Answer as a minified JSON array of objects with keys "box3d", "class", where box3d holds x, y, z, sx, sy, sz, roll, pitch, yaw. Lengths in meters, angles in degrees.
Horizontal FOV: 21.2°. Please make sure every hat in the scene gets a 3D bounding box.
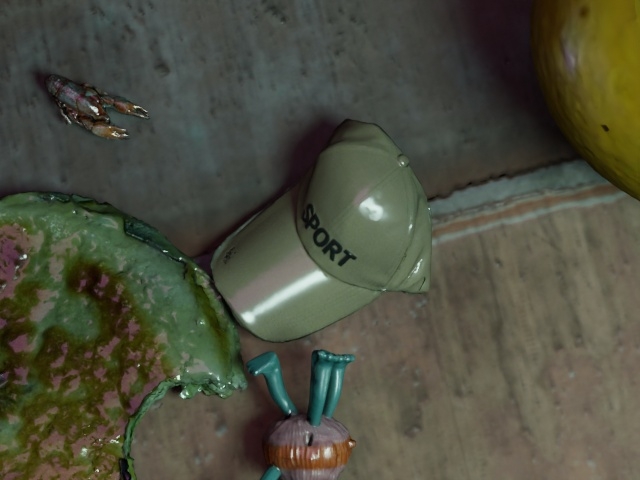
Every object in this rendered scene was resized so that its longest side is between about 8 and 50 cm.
[{"box3d":[0.000,0.000,1.309,0.175,0.085,0.147,-34,74,-11],"class":"hat"}]

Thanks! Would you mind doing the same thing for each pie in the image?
[{"box3d":[-0.214,0.099,1.318,0.302,0.067,0.302,-2,72,6],"class":"pie"}]

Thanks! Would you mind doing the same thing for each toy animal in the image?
[{"box3d":[-0.010,0.183,1.251,0.103,0.100,0.208,-1,83,-34],"class":"toy animal"}]

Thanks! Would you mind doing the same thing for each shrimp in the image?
[{"box3d":[-0.187,-0.106,1.399,0.092,0.029,0.038,19,75,8],"class":"shrimp"}]

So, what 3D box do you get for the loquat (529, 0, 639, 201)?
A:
[{"box3d":[0.298,-0.182,1.201,0.328,0.328,0.359,-33,104,-4],"class":"loquat"}]
